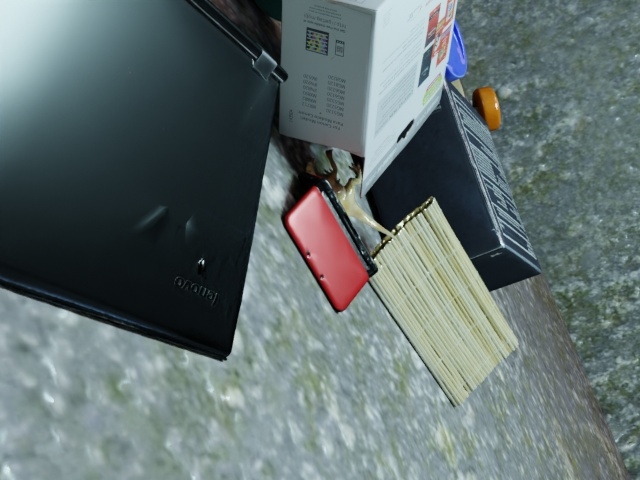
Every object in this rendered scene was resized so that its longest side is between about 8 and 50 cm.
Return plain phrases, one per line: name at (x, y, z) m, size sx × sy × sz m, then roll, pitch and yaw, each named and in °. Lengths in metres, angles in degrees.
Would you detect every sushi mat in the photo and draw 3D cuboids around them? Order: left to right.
sushi mat at (0.180, 0.095, 1.545) m, size 0.019 × 0.151 × 0.316 m, roll 25°, pitch -25°, yaw 54°

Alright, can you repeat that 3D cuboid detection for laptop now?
laptop at (-0.215, -0.150, 0.863) m, size 0.408 × 0.236 × 0.382 m, roll 42°, pitch 4°, yaw 29°

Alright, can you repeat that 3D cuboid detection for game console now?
game console at (0.000, 0.000, 1.315) m, size 0.144 × 0.085 × 0.124 m, roll 60°, pitch -13°, yaw -20°

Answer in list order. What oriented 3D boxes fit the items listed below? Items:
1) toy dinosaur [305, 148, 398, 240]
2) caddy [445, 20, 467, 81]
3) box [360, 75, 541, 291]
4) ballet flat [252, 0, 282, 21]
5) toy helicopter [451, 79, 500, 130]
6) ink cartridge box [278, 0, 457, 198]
toy dinosaur at (0.029, -0.062, 1.433) m, size 0.183 × 0.053 × 0.093 m, roll 35°, pitch 42°, yaw -36°
caddy at (0.101, -0.348, 1.820) m, size 0.341 × 0.179 × 0.241 m, roll 58°, pitch 43°, yaw -26°
box at (0.208, -0.068, 1.738) m, size 0.296 × 0.182 × 0.294 m, roll 24°, pitch 46°, yaw -65°
ballet flat at (-0.088, -0.380, 1.471) m, size 0.221 × 0.077 × 0.079 m, roll 24°, pitch 41°, yaw -60°
toy helicopter at (0.255, -0.174, 2.084) m, size 0.235 × 0.140 × 0.355 m, roll -110°, pitch -171°, yaw -56°
ink cartridge box at (0.069, -0.251, 1.411) m, size 0.309 × 0.130 × 0.272 m, roll -50°, pitch 151°, yaw -47°
